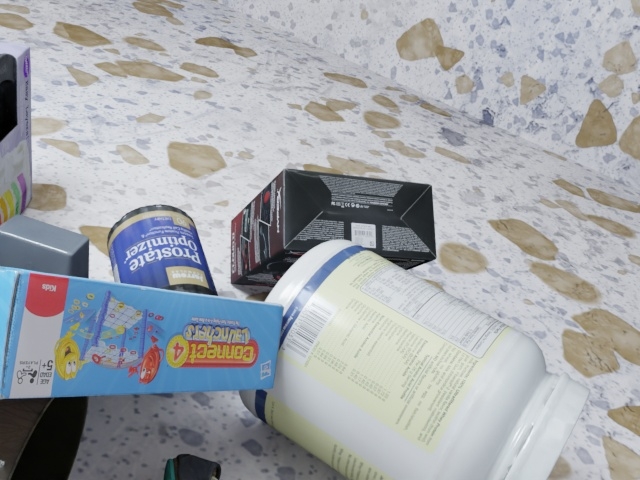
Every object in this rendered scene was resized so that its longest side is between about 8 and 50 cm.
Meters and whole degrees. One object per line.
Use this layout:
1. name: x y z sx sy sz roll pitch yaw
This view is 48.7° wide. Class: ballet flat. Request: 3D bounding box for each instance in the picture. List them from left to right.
1. ballet flat: -0.111 0.277 0.643 0.074 0.074 0.203 10 26 -14

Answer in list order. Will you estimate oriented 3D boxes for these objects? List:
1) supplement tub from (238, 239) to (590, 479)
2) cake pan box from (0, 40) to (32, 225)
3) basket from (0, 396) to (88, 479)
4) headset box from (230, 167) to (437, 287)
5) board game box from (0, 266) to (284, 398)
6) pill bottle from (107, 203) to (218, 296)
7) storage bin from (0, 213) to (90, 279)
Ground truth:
1. supplement tub: 0.097 0.166 0.780 0.324 0.236 0.235 29 30 21
2. cake pan box: -0.463 -0.126 0.969 0.070 0.267 0.246 7 27 -10
3. basket: -0.348 0.179 0.608 0.226 0.154 0.204 12 27 -1
4. headset box: 0.000 0.000 1.029 0.218 0.110 0.293 4 -15 -21
5. board game box: -0.245 0.077 0.661 0.301 0.086 0.308 3 -7 33
6. pill bottle: -0.194 0.068 0.899 0.122 0.123 0.219 0 45 -29
7. storage bin: -0.366 0.025 0.935 0.135 0.091 0.098 19 27 1
